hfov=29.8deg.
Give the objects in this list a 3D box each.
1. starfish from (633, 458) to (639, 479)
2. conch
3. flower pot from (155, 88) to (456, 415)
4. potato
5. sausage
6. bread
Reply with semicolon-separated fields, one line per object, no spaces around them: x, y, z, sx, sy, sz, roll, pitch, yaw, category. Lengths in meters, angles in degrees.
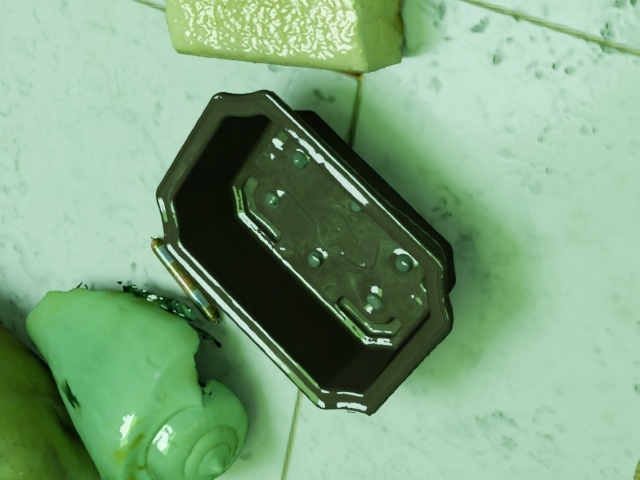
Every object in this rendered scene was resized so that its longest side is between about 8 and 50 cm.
0.227;0.318;0.782;0.375;0.094;0.327;30;85;0;starfish
-0.163;0.118;1.080;0.251;0.137;0.143;57;157;27;conch
0.000;0.000;0.936;0.251;0.084;0.179;45;124;11;flower pot
-0.328;0.163;1.139;0.280;0.330;0.213;17;83;6;potato
-0.120;0.035;1.069;0.100;0.015;0.015;51;126;7;sausage
-0.032;-0.196;0.896;0.188;0.068;0.125;10;112;31;bread
